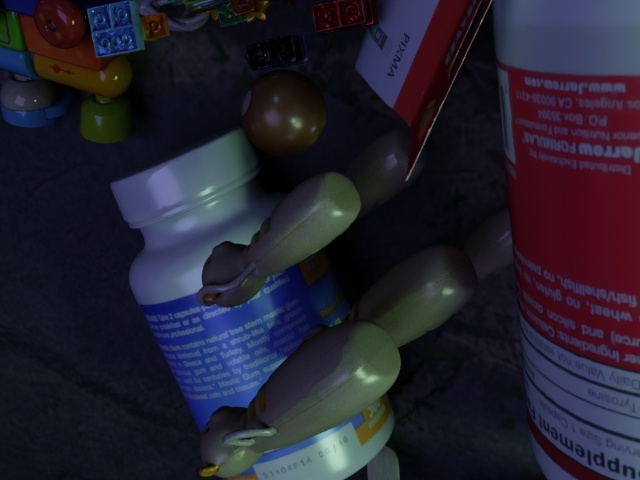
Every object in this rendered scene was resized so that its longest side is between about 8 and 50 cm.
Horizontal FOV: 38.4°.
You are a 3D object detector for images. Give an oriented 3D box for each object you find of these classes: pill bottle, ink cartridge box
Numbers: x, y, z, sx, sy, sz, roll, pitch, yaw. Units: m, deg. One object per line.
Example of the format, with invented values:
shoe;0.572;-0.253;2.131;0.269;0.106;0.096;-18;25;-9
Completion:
pill bottle;0.228;0.029;0.526;0.229;0.229;0.408;1;112;27
ink cartridge box;0.068;-0.161;0.529;0.056;0.225;0.181;22;120;-2
pill bottle;-0.057;0.055;0.729;0.152;0.152;0.272;-16;103;31

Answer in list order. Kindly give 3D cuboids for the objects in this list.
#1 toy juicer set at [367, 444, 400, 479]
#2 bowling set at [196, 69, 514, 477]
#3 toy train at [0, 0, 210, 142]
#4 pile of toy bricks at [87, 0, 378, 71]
toy juicer set;0.164;0.286;0.694;0.329;0.209;0.089;5;146;27
bowling set;0.000;0.000;0.609;0.154;0.287;0.200;-38;83;38
toy train;-0.171;-0.140;0.735;0.248;0.105;0.143;19;129;21
pile of toy bricks;-0.050;-0.168;0.600;0.212;0.105;0.118;-7;99;19
